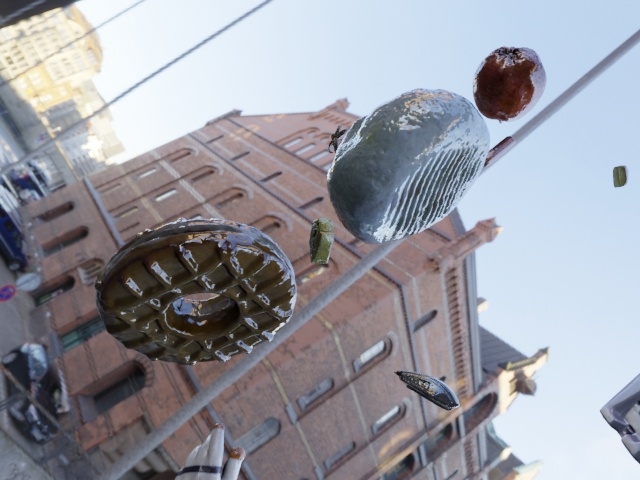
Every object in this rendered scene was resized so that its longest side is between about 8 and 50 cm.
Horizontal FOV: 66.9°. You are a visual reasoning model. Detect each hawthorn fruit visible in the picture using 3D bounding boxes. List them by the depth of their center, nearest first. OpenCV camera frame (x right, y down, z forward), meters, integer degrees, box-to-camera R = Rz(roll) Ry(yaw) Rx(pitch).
[{"bbox_3d":[0.562,-0.450,1.459,0.205,0.205,0.253,43,-20,41],"label":"hawthorn fruit"}]

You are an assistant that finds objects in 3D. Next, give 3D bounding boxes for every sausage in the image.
[{"bbox_3d":[0.497,-0.251,1.356,0.030,0.147,0.035,37,-26,31],"label":"sausage"}]

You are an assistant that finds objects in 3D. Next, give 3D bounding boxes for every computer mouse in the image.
[{"bbox_3d":[0.351,0.476,1.589,0.231,0.071,0.126,23,-18,33],"label":"computer mouse"}]

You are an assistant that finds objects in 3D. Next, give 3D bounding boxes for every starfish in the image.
[{"bbox_3d":[0.049,-0.287,1.346,0.028,0.091,0.078,26,-23,-32],"label":"starfish"}]

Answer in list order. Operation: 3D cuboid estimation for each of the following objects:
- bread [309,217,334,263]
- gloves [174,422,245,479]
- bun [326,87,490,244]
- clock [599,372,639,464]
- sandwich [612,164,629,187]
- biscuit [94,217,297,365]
[{"bbox_3d":[0.000,0.000,1.538,0.117,0.064,0.156,-106,-159,-53],"label":"bread"},{"bbox_3d":[-0.275,0.554,1.163,0.140,0.218,0.131,-9,-22,32],"label":"gloves"},{"bbox_3d":[0.171,-0.152,0.983,0.211,0.362,0.361,50,-21,31],"label":"bun"},{"bbox_3d":[0.691,0.352,0.977,0.083,0.186,0.253,36,15,-3],"label":"clock"},{"bbox_3d":[0.748,-0.166,1.209,0.031,0.083,0.043,-9,-64,39],"label":"sandwich"},{"bbox_3d":[-0.199,0.097,0.825,0.331,0.333,0.103,80,-6,-46],"label":"biscuit"}]
